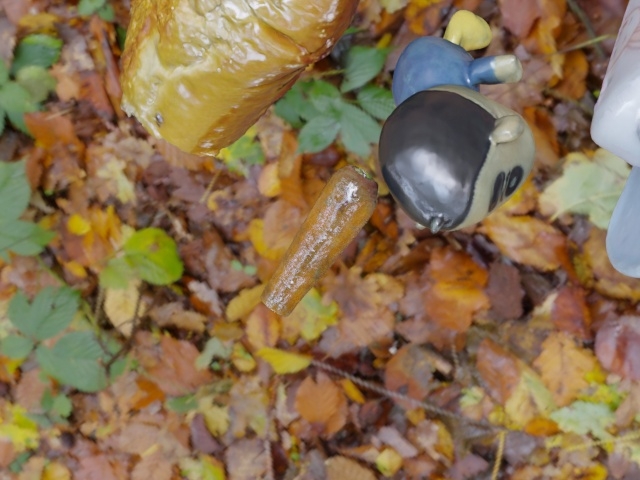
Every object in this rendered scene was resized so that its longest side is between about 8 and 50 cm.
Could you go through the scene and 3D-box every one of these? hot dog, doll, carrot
[{"bbox_3d":[-0.060,-0.317,0.945,0.365,0.196,0.367,-36,46,57],"label":"hot dog"},{"bbox_3d":[0.078,-0.065,0.516,0.089,0.179,0.102,30,133,-11],"label":"doll"},{"bbox_3d":[0.000,0.000,0.492,0.032,0.032,0.093,38,104,17],"label":"carrot"}]

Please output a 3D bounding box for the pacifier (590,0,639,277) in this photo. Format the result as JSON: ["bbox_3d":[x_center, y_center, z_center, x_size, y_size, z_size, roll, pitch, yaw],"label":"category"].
[{"bbox_3d":[0.295,-0.087,0.556,0.225,0.287,0.238,28,143,-6],"label":"pacifier"}]
